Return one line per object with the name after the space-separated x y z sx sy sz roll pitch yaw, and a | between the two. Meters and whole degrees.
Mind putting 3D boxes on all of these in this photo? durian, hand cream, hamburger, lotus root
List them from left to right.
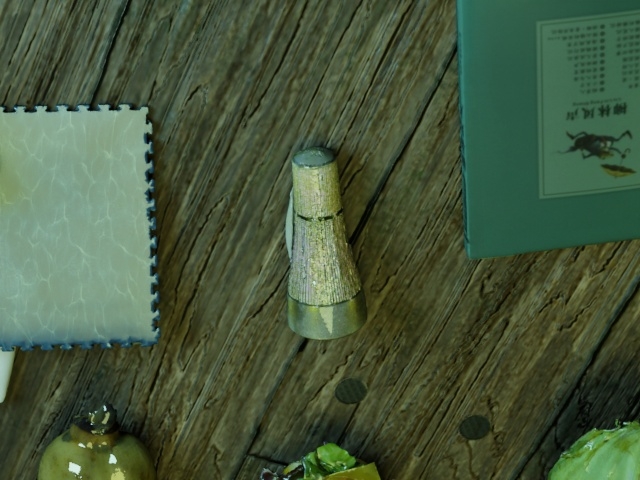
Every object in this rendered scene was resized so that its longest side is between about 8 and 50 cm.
-0.241 0.261 1.781 0.125 0.118 0.221 -24 126 -28 | lotus root
0.000 0.000 1.654 0.084 0.084 0.203 -6 119 -1 | hand cream
0.009 0.299 1.840 0.164 0.093 0.189 -5 125 -4 | hamburger
0.349 0.307 1.845 0.198 0.163 0.394 30 147 21 | durian

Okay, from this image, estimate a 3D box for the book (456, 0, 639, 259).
0.264 -0.151 1.601 0.264 0.031 0.379 -5 124 -1 | book

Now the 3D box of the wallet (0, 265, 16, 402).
-0.362 0.091 1.707 0.095 0.033 0.190 10 122 -9 | wallet

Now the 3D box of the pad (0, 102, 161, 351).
-0.295 -0.009 1.633 0.269 0.012 0.270 -3 114 -3 | pad
